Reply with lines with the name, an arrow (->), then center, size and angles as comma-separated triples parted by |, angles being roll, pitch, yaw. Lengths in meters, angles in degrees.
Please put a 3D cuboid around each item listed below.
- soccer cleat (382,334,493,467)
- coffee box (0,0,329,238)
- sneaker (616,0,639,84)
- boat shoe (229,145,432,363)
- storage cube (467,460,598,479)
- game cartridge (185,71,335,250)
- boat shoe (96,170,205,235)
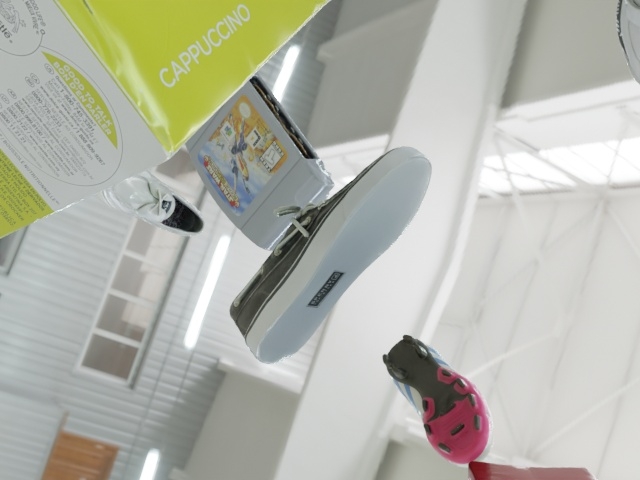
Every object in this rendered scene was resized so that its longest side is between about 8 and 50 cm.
soccer cleat -> 0.221, 0.279, 1.429 | 0.116, 0.143, 0.331 | -43, -151, 4
coffee box -> -0.253, -0.248, 0.813 | 0.334, 0.338, 0.338 | -18, -154, 39
sneaker -> 0.522, -0.397, 1.307 | 0.210, 0.137, 0.366 | -42, 131, -57
boat shoe -> 0.002, 0.001, 0.981 | 0.306, 0.113, 0.105 | -55, -126, 20
storage cube -> 0.304, 0.427, 1.171 | 0.193, 0.183, 0.215 | -55, 147, -87
game cartridge -> -0.118, -0.140, 1.407 | 0.198, 0.062, 0.297 | -46, -111, 28
boat shoe -> -0.208, -0.047, 1.056 | 0.063, 0.184, 0.066 | 19, -104, 29
